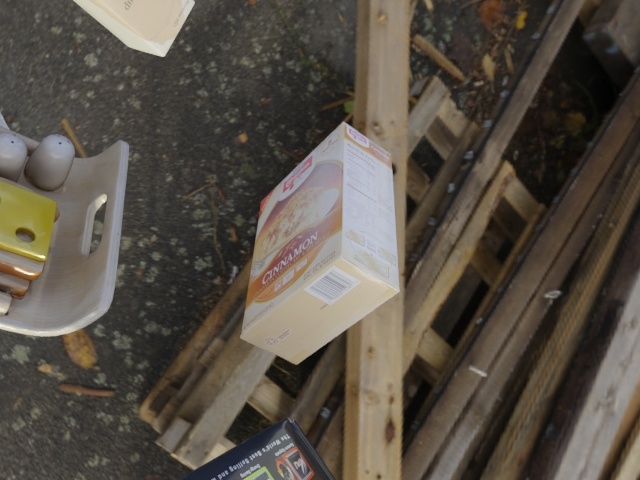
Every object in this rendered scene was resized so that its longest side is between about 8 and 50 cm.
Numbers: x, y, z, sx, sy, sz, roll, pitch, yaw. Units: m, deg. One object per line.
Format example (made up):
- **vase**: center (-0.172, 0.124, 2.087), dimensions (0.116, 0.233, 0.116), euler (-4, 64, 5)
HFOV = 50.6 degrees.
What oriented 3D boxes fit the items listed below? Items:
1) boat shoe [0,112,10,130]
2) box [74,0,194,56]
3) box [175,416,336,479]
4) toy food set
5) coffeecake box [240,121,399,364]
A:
- **boat shoe**: center (-0.606, -0.207, 1.216), dimensions (0.066, 0.063, 0.184), euler (-32, 84, -8)
- **box**: center (-0.398, -0.501, 1.292), dimensions (0.147, 0.121, 0.311), euler (-63, 149, -4)
- **box**: center (-0.061, 0.317, 0.418), dimensions (0.318, 0.097, 0.395), euler (55, 27, 16)
- **toy food set**: center (-0.296, -0.068, 0.508), dimensions (0.306, 0.092, 0.219), euler (23, 35, -30)
- **coffeecake box**: center (0.000, 0.000, 0.645), dimensions (0.068, 0.142, 0.185), euler (31, 38, -25)
